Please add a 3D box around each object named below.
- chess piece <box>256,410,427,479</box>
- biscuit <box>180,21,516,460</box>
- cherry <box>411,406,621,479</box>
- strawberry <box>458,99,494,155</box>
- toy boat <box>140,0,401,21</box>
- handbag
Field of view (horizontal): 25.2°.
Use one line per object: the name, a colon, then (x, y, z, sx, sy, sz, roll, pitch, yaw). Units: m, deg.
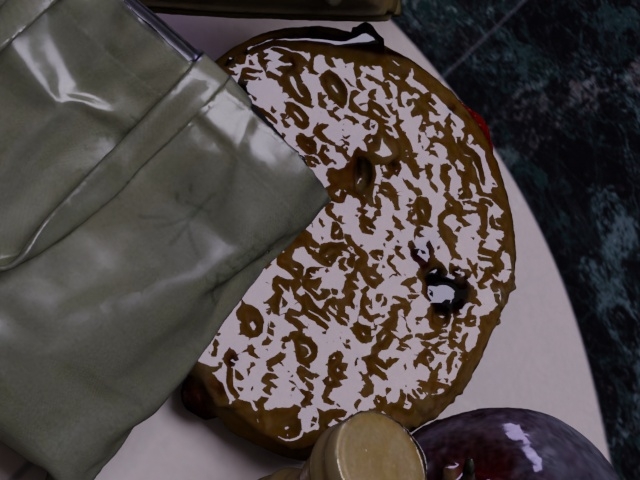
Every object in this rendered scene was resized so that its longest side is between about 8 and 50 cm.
chess piece: (0.002, 0.151, 0.853, 0.066, 0.122, 0.066, 19, 55, -28)
biscuit: (0.000, 0.000, 0.945, 0.295, 0.075, 0.296, 6, 76, -24)
cherry: (0.118, 0.203, 0.881, 0.195, 0.195, 0.195, 20, 54, -30)
strawberry: (0.078, -0.065, 1.072, 0.106, 0.106, 0.106, 20, 54, -30)
toy boat: (-0.134, -0.197, 0.911, 0.445, 0.162, 0.136, 2, 97, -24)
handbag: (-0.177, -0.037, 0.774, 0.316, 0.109, 0.253, 43, 86, -11)
